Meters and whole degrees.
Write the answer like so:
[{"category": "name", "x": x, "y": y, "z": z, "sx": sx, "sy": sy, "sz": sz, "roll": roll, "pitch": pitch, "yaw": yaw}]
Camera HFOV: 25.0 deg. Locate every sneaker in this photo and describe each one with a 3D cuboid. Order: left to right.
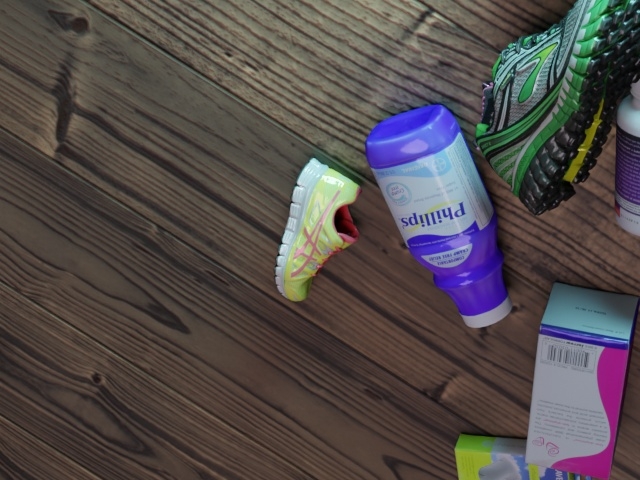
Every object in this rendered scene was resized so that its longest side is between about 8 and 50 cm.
[{"category": "sneaker", "x": 0.000, "y": 0.000, "z": 1.864, "sx": 0.094, "sy": 0.081, "sz": 0.208, "roll": 18, "pitch": 125, "yaw": 7}, {"category": "sneaker", "x": 0.210, "y": -0.160, "z": 1.709, "sx": 0.057, "sy": 0.047, "sz": 0.119, "roll": 41, "pitch": 123, "yaw": 11}, {"category": "sneaker", "x": 0.253, "y": -0.189, "z": 1.548, "sx": 0.146, "sy": 0.134, "sz": 0.343, "roll": 43, "pitch": 134, "yaw": 23}]

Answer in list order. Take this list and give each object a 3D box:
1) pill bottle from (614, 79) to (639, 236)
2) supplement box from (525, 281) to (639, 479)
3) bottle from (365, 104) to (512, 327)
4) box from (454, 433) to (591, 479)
[{"category": "pill bottle", "x": 0.387, "y": -0.107, "z": 1.626, "sx": 0.108, "sy": 0.108, "sz": 0.193, "roll": 5, "pitch": 122, "yaw": 19}, {"category": "supplement box", "x": 0.330, "y": 0.179, "z": 1.826, "sx": 0.111, "sy": 0.114, "sz": 0.220, "roll": 10, "pitch": 122, "yaw": 14}, {"category": "bottle", "x": 0.156, "y": -0.024, "z": 1.779, "sx": 0.118, "sy": 0.092, "sz": 0.283, "roll": -14, "pitch": 115, "yaw": 27}, {"category": "box", "x": 0.280, "y": 0.324, "z": 1.980, "sx": 0.178, "sy": 0.042, "sz": 0.109, "roll": 2, "pitch": 121, "yaw": 21}]
